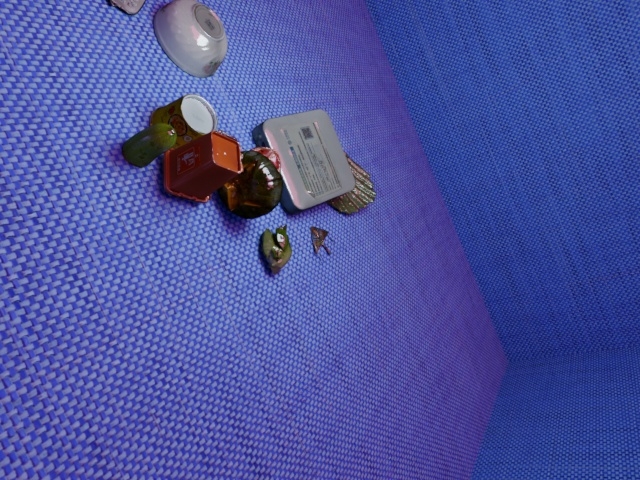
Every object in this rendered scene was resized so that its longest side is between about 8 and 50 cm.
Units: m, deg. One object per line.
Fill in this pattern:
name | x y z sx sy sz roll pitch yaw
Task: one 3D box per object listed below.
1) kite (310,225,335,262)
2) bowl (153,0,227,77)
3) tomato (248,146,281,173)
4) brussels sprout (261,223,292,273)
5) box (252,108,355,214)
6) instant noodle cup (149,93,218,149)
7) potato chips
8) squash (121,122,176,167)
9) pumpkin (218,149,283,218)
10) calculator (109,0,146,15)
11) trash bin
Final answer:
kite | 0.000 0.000 1.933 0.160 0.010 0.183 53 35 -17
bowl | -0.441 -0.747 1.596 0.277 0.145 0.277 29 50 -41
tomato | -0.228 -0.282 1.699 0.155 0.069 0.156 -4 99 -23
brussels sprout | -0.155 0.029 1.646 0.139 0.100 0.181 50 24 -57
box | -0.061 -0.341 1.884 0.396 0.111 0.396 -25 93 -41
instant noodle cup | -0.429 -0.377 1.425 0.182 0.144 0.182 27 54 -44
potato chips | 0.117 -0.311 2.165 0.389 0.097 0.374 29 54 -36
squash | -0.483 -0.284 1.272 0.095 0.187 0.095 24 57 -44
pumpkin | -0.241 -0.190 1.520 0.159 0.237 0.238 -27 96 -60
calculator | -0.650 -0.863 1.456 0.177 0.040 0.268 30 52 -42
trash bin | -0.352 -0.225 1.373 0.184 0.238 0.161 17 61 -52
